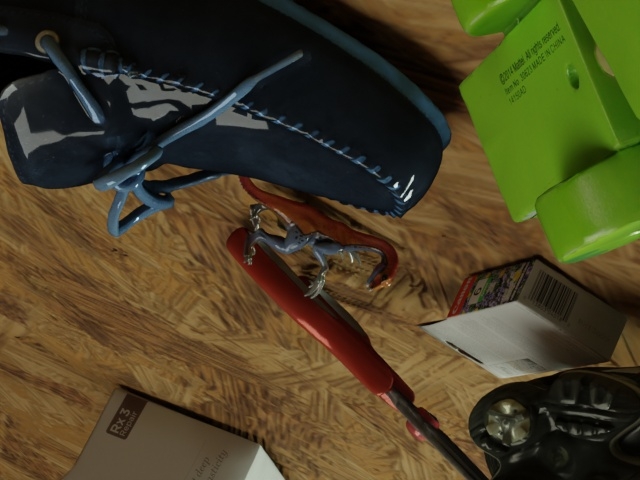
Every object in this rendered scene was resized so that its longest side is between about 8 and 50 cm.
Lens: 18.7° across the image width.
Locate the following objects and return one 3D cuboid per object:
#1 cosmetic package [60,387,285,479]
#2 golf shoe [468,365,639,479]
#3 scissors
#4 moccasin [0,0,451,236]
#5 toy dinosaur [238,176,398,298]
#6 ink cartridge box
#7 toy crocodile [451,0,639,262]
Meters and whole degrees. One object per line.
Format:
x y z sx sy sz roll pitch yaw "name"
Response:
-0.111 0.312 1.710 0.156 0.217 0.385 19 161 22 "cosmetic package"
0.213 0.095 0.965 0.273 0.105 0.120 1 -173 27 "golf shoe"
0.039 0.087 1.060 0.109 0.021 0.297 41 -175 -44 "scissors"
-0.110 -0.069 0.907 0.342 0.117 0.137 20 159 19 "moccasin"
0.000 0.000 1.056 0.082 0.047 0.090 2 142 14 "toy dinosaur"
0.105 0.044 1.040 0.063 0.029 0.115 32 160 -16 "ink cartridge box"
0.120 -0.079 0.628 0.340 0.105 0.115 121 128 -71 "toy crocodile"
